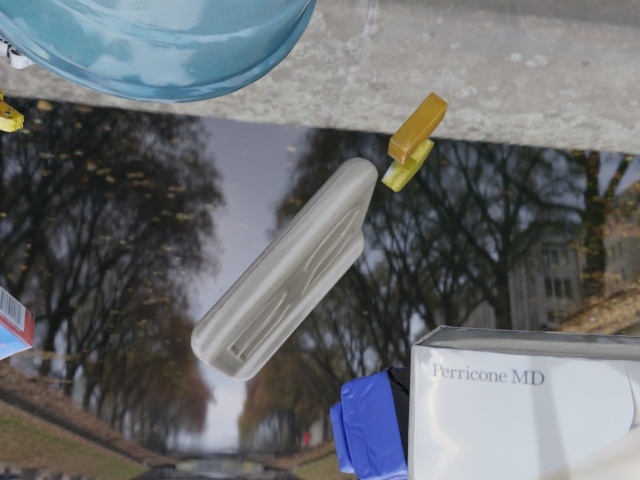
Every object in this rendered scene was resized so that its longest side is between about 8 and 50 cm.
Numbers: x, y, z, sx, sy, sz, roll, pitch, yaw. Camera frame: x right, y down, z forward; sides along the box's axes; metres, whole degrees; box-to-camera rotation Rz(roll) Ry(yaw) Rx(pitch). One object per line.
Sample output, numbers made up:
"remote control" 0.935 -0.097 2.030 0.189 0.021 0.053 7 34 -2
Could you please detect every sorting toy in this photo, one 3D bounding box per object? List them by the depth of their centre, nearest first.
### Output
"sorting toy" 0.000 0.000 0.695 0.041 0.307 0.229 39 169 12

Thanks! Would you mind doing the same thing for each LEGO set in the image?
"LEGO set" -0.423 -0.176 0.907 0.093 0.227 0.087 35 132 8

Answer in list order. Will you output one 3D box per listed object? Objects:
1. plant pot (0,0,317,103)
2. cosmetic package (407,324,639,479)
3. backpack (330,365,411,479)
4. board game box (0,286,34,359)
"plant pot" -0.091 -0.313 0.504 0.341 0.340 0.334 9 166 -22
"cosmetic package" 0.133 0.209 0.414 0.160 0.309 0.113 0 180 18
"backpack" 0.076 0.167 0.663 0.120 0.097 0.101 13 152 -43
"board game box" -0.313 0.060 0.376 0.282 0.027 0.145 -22 136 6
